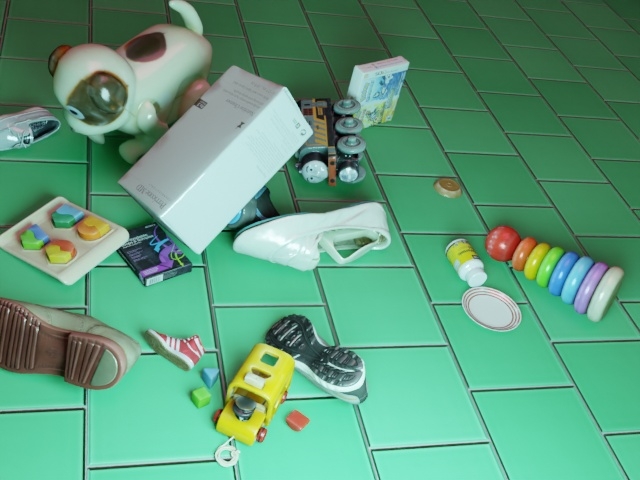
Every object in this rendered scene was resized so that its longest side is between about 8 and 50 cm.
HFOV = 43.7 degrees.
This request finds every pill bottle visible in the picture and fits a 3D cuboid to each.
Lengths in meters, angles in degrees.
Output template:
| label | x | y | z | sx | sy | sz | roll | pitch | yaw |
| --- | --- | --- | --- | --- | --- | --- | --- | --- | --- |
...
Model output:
| label | x | y | z | sx | sy | sz | roll | pitch | yaw |
| --- | --- | --- | --- | --- | --- | --- | --- | --- | --- |
| pill bottle | 0.349 | 0.055 | 1.902 | 0.065 | 0.065 | 0.116 | -4 | 43 | -22 |

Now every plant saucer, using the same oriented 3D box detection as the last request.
| label | x | y | z | sx | sy | sz | roll | pitch | yaw |
| --- | --- | --- | --- | --- | --- | --- | --- | --- | --- |
| plant saucer | 0.352 | -0.147 | 2.188 | 0.083 | 0.015 | 0.083 | 9 | 38 | -7 |

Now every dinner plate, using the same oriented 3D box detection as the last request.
| label | x | y | z | sx | sy | sz | roll | pitch | yaw |
| --- | --- | --- | --- | --- | --- | --- | --- | --- | --- |
| dinner plate | 0.390 | 0.160 | 1.825 | 0.141 | 0.017 | 0.141 | 8 | 39 | -6 |

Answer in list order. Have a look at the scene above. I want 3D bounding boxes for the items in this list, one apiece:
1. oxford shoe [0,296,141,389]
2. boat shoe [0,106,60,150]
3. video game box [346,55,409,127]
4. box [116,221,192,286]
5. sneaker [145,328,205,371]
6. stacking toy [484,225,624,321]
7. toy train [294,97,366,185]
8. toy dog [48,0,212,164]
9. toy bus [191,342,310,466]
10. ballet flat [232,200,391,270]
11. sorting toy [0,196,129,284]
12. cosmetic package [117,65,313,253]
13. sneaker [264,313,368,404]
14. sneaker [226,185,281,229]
| label | x | y | z | sx | sy | sz | roll | pitch | yaw |
| --- | --- | --- | --- | --- | --- | --- | --- | --- | --- |
| oxford shoe | -0.500 | 0.181 | 1.476 | 0.348 | 0.123 | 0.130 | 20 | 13 | 9 |
| boat shoe | -0.732 | -0.266 | 1.946 | 0.081 | 0.079 | 0.227 | 25 | 36 | 20 |
| video game box | 0.155 | -0.424 | 2.312 | 0.187 | 0.205 | 0.048 | -19 | 51 | -34 |
| box | -0.371 | 0.028 | 1.741 | 0.116 | 0.029 | 0.162 | -20 | 48 | -36 |
| sneaker | -0.279 | 0.199 | 1.549 | 0.118 | 0.042 | 0.067 | 35 | 46 | 12 |
| stacking toy | 0.544 | 0.064 | 1.914 | 0.330 | 0.141 | 0.141 | 27 | 40 | 25 |
| toy train | 0.021 | -0.268 | 2.150 | 0.190 | 0.142 | 0.334 | -3 | 43 | 0 |
| toy dog | -0.448 | -0.372 | 1.932 | 0.284 | 0.395 | 0.408 | 44 | 38 | 20 |
| toy bus | -0.122 | 0.280 | 1.450 | 0.191 | 0.104 | 0.202 | -9 | 44 | -26 |
| ballet flat | 0.000 | 0.000 | 1.827 | 0.400 | 0.139 | 0.139 | -12 | 46 | -30 |
| sorting toy | -0.548 | -0.009 | 1.700 | 0.208 | 0.038 | 0.193 | 27 | 46 | 20 |
| cosmetic package | -0.232 | -0.184 | 1.768 | 0.385 | 0.156 | 0.217 | -48 | 46 | -12 |
| sneaker | -0.011 | 0.236 | 1.557 | 0.100 | 0.108 | 0.271 | -41 | 44 | -18 |
| sneaker | -0.206 | -0.125 | 1.936 | 0.139 | 0.125 | 0.341 | 20 | 28 | -37 |
